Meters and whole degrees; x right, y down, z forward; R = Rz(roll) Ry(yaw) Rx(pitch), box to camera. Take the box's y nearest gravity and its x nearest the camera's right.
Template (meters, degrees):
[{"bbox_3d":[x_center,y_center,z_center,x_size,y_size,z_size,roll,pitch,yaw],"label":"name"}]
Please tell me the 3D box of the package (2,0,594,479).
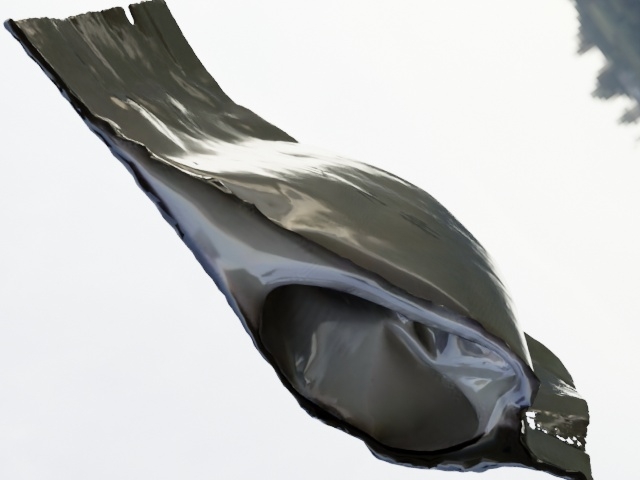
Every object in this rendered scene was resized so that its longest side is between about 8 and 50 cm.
[{"bbox_3d":[0.000,0.000,0.584,0.251,0.062,0.204,40,-169,1],"label":"package"}]
